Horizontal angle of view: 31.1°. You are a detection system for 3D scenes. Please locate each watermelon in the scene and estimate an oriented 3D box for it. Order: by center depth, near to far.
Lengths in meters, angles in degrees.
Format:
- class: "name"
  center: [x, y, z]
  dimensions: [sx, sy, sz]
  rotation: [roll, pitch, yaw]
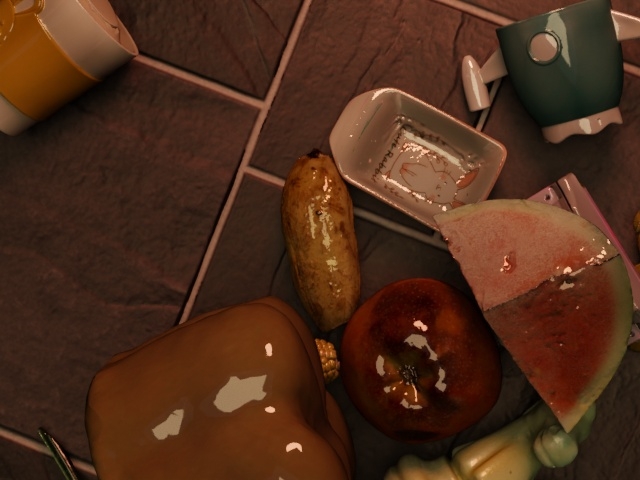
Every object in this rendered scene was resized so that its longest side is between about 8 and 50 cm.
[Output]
- class: "watermelon"
  center: [0.274, 0.085, 1.450]
  dimensions: [0.176, 0.256, 0.260]
  rotation: [-47, 118, -29]

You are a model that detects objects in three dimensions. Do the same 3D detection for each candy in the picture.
- class: "candy"
  center: [-0.317, 0.401, 1.636]
  dimensions: [0.097, 0.097, 0.323]
  rotation: [-34, 77, 2]

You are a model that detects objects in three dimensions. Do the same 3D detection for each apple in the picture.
- class: "apple"
  center: [0.129, 0.160, 1.536]
  dimensions: [0.229, 0.230, 0.230]
  rotation: [0, 88, 4]

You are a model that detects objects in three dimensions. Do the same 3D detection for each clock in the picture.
- class: "clock"
  center: [0.323, 0.059, 1.561]
  dimensions: [0.186, 0.083, 0.253]
  rotation: [-34, 85, 28]

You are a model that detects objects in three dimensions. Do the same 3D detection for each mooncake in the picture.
- class: "mooncake"
  center: [-0.082, 0.298, 1.381]
  dimensions: [0.262, 0.467, 0.467]
  rotation: [-22, 86, 1]

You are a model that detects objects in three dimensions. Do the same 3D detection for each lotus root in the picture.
- class: "lotus root"
  center: [0.000, 0.000, 1.604]
  dimensions: [0.097, 0.110, 0.259]
  rotation: [-8, 87, -37]

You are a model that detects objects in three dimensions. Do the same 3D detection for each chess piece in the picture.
- class: "chess piece"
  center: [0.245, 0.299, 1.540]
  dimensions: [0.298, 0.176, 0.176]
  rotation: [-36, 86, 1]

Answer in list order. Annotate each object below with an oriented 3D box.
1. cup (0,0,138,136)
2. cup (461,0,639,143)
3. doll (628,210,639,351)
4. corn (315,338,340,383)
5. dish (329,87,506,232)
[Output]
- class: "cup"
  center: [-0.401, -0.287, 1.627]
  dimensions: [0.226, 0.185, 0.241]
  rotation: [-39, 51, 7]
- class: "cup"
  center: [0.337, -0.227, 1.565]
  dimensions: [0.299, 0.167, 0.173]
  rotation: [-14, 97, 30]
- class: "doll"
  center: [0.480, 0.058, 1.574]
  dimensions: [0.137, 0.097, 0.210]
  rotation: [8, 94, -1]
- class: "corn"
  center: [-0.088, 0.181, 1.616]
  dimensions: [0.238, 0.080, 0.080]
  rotation: [-7, 87, 5]
- class: "dish"
  center: [0.127, -0.112, 1.613]
  dimensions: [0.234, 0.064, 0.154]
  rotation: [30, 81, 4]
